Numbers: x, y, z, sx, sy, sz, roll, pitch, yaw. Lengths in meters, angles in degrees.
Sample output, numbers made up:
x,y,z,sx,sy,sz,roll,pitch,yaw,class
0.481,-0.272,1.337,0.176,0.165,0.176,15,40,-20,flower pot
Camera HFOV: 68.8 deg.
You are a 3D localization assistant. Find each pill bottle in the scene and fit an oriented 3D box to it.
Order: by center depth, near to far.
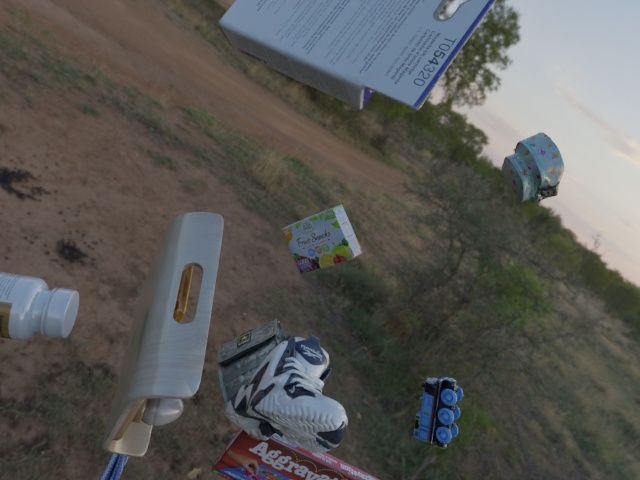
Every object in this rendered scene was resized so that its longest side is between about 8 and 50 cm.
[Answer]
x,y,z,sx,sy,sz,roll,pitch,yaw,class
-0.634,0.134,0.960,0.229,0.131,0.131,12,24,-13,pill bottle

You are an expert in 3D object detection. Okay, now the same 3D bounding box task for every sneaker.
x,y,z,sx,sy,sz,roll,pitch,yaw,class
-0.025,0.183,0.620,0.094,0.235,0.153,40,56,-10,sneaker

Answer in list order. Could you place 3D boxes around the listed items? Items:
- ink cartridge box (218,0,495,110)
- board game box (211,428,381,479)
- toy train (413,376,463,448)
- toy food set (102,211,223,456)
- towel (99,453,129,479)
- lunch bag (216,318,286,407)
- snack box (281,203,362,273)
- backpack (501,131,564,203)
x,y,z,sx,sy,sz,roll,pitch,yaw,class
0.080,-0.340,0.623,0.330,0.324,0.071,33,-7,23,ink cartridge box
-0.034,0.415,0.816,0.281,0.145,0.027,30,25,-9,board game box
0.310,0.448,1.236,0.105,0.184,0.080,7,0,34,toy train
-0.191,0.132,0.597,0.092,0.306,0.220,17,51,-22,toy food set
-0.330,0.315,0.968,0.040,0.243,0.336,26,-1,-5,towel
-0.215,0.419,1.573,0.287,0.235,0.169,65,3,38,lunch bag
0.000,0.000,0.892,0.037,0.141,0.100,-28,96,-49,snack box
0.630,-0.216,1.385,0.188,0.144,0.166,76,-3,-61,backpack
